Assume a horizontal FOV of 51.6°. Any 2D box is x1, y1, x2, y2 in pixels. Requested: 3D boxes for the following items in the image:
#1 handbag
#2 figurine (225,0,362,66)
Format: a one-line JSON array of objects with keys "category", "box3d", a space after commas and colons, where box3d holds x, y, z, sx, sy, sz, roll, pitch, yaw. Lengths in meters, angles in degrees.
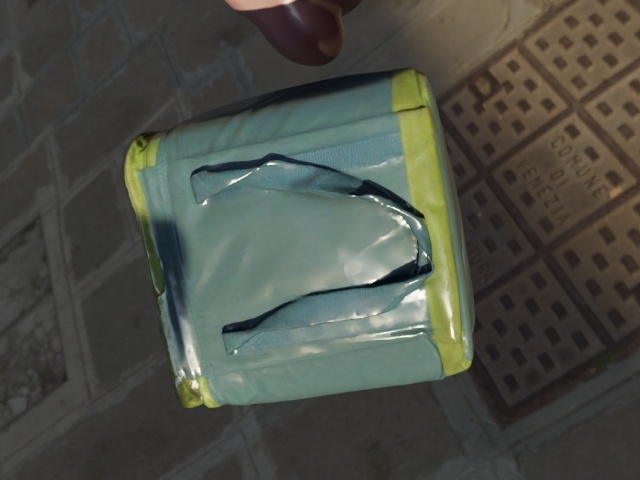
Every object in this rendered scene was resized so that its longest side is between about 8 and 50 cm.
[{"category": "handbag", "box3d": [0.000, 0.000, 0.569, 0.240, 0.222, 0.263, -8, 97, 13]}, {"category": "figurine", "box3d": [-0.040, -0.367, 0.761, 0.269, 0.261, 0.211, -44, 32, 21]}]
